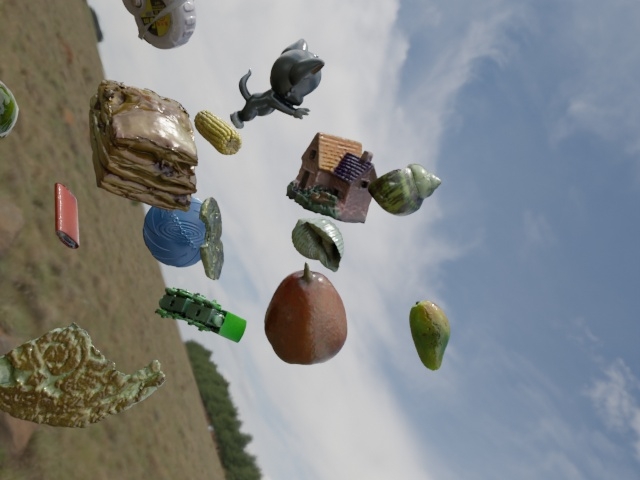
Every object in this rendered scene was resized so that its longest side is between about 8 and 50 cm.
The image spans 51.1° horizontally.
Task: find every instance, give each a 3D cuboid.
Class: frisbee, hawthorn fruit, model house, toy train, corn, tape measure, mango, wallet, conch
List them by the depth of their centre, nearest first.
[{"bbox_3d":[-0.032,0.149,1.480,0.199,0.199,0.251,-127,-146,-52],"label":"hawthorn fruit"},{"bbox_3d":[-0.283,0.171,1.561,0.119,0.085,0.251,33,-15,-39],"label":"toy train"},{"bbox_3d":[0.002,-0.006,1.655,0.153,0.102,0.135,29,-32,8],"label":"conch"},{"bbox_3d":[-0.437,-0.632,1.858,0.236,0.120,0.197,8,-63,31],"label":"tape measure"},{"bbox_3d":[0.249,-0.150,1.949,0.124,0.181,0.187,51,7,24],"label":"conch"},{"bbox_3d":[0.047,-0.203,2.104,0.237,0.202,0.237,36,-70,54],"label":"model house"},{"bbox_3d":[0.348,0.299,2.110,0.125,0.111,0.233,4,-71,58],"label":"mango"},{"bbox_3d":[-0.451,-0.032,2.169,0.045,0.242,0.242,2,-70,64],"label":"frisbee"},{"bbox_3d":[-0.339,-0.357,2.219,0.244,0.093,0.093,44,-30,46],"label":"corn"},{"bbox_3d":[-0.906,-0.087,2.382,0.142,0.045,0.204,73,3,-63],"label":"wallet"}]

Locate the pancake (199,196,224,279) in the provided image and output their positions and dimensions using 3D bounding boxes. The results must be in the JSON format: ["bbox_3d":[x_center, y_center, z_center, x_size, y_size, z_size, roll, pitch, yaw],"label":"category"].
[{"bbox_3d":[-0.321,-0.003,1.974,0.253,0.037,0.254,-3,90,-88],"label":"pancake"}]

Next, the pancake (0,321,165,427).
[{"bbox_3d":[-0.490,0.257,1.289,0.054,0.376,0.197,121,-23,-69],"label":"pancake"}]

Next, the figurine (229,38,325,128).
[{"bbox_3d":[-0.109,-0.381,1.652,0.193,0.265,0.140,-101,170,-55],"label":"figurine"}]

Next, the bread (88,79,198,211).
[{"bbox_3d":[-0.422,-0.250,1.663,0.167,0.277,0.325,-43,-135,36],"label":"bread"}]

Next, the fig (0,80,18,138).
[{"bbox_3d":[-0.810,-0.254,1.475,0.206,0.275,0.206,30,-14,8],"label":"fig"}]
